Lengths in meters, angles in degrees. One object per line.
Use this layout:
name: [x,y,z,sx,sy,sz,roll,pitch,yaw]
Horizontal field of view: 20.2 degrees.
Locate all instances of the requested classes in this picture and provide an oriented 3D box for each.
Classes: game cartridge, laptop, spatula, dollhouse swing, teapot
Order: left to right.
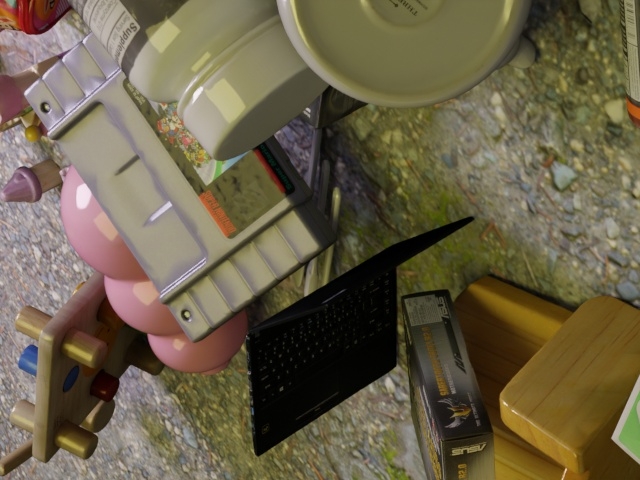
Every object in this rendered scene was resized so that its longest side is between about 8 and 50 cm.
game cartridge: [-0.160,-0.087,2.015,0.230,0.068,0.355,-37,86,35]
spatula: [0.000,0.000,2.072,0.168,0.019,0.242,-105,19,-49]
laptop: [0.046,0.106,1.965,0.136,0.234,0.264,27,132,38]
teapot: [0.071,-0.254,1.670,0.187,0.252,0.256,-92,-6,-70]
dollhouse swing: [0.205,0.250,1.854,0.305,0.315,0.347,13,125,32]

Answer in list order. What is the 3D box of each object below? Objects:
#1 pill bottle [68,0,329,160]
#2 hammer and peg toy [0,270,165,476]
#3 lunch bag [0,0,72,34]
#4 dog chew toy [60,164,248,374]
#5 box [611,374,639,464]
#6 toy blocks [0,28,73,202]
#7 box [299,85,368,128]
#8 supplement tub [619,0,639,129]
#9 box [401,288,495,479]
pill bottle: [-0.149,-0.270,1.804,0.361,0.204,0.204,51,143,8]
hammer and peg toy: [-0.311,0.180,2.427,0.127,0.266,0.361,25,133,14]
lunch bag: [-0.328,-0.401,2.063,0.120,0.258,0.293,11,117,9]
dog chew toy: [-0.188,0.023,2.231,0.206,0.206,0.332,9,128,47]
box: [0.395,0.075,1.527,0.127,0.231,0.262,40,141,25]
toy blocks: [-0.453,-0.148,2.366,0.288,0.260,0.309,-21,97,53]
box: [-0.094,-0.349,1.936,0.395,0.097,0.318,36,136,29]
supplement tub: [0.316,-0.161,1.564,0.106,0.106,0.198,18,128,43]
box: [0.135,0.193,1.895,0.231,0.056,0.183,-102,5,-51]
